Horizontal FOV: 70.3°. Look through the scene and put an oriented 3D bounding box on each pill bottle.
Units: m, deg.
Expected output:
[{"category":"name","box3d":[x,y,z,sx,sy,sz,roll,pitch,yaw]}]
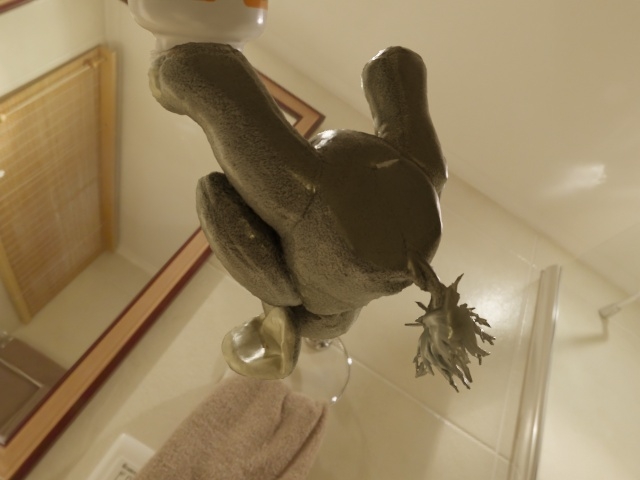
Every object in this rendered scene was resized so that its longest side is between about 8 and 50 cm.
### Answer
[{"category":"pill bottle","box3d":[-0.117,-0.273,0.439,0.136,0.136,0.246,16,-64,20]}]

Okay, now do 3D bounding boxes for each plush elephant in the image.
[{"category":"plush elephant","box3d":[0.000,0.000,0.468,0.255,0.271,0.330,-37,-103,56]}]
